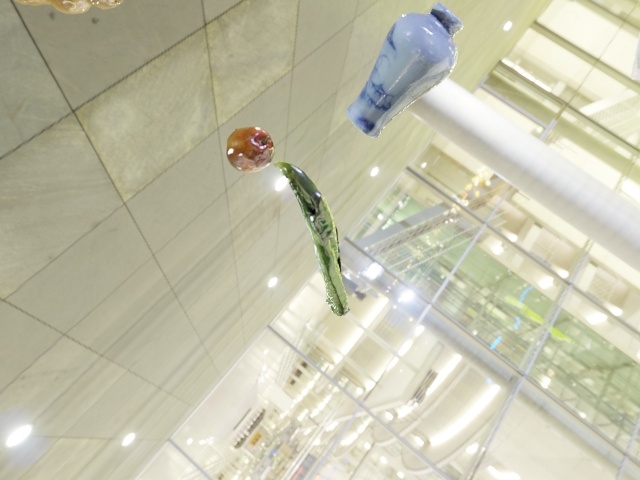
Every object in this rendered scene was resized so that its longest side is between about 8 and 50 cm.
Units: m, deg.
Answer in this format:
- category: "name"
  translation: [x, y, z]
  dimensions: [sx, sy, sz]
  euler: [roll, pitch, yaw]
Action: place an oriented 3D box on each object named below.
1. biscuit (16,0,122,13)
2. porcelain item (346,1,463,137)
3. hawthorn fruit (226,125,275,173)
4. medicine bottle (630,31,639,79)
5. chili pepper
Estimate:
- category: "biscuit"
  translation: [-0.337, -0.461, 0.558]
  dimensions: [0.326, 0.325, 0.107]
  euler: [-52, -172, -1]
- category: "porcelain item"
  translation: [0.160, -0.323, 0.825]
  dimensions: [0.259, 0.141, 0.141]
  euler: [-49, 173, 28]
- category: "hawthorn fruit"
  translation: [-0.102, -0.135, 0.639]
  dimensions: [0.077, 0.077, 0.077]
  euler: [-50, 170, -12]
- category: "medicine bottle"
  translation: [0.615, -0.318, 0.567]
  dimensions: [0.241, 0.301, 0.242]
  euler: [-27, 124, -49]
- category: "chili pepper"
  translation: [0.000, 0.000, 0.840]
  dimensions: [0.076, 0.085, 0.360]
  euler: [-19, 123, -2]
